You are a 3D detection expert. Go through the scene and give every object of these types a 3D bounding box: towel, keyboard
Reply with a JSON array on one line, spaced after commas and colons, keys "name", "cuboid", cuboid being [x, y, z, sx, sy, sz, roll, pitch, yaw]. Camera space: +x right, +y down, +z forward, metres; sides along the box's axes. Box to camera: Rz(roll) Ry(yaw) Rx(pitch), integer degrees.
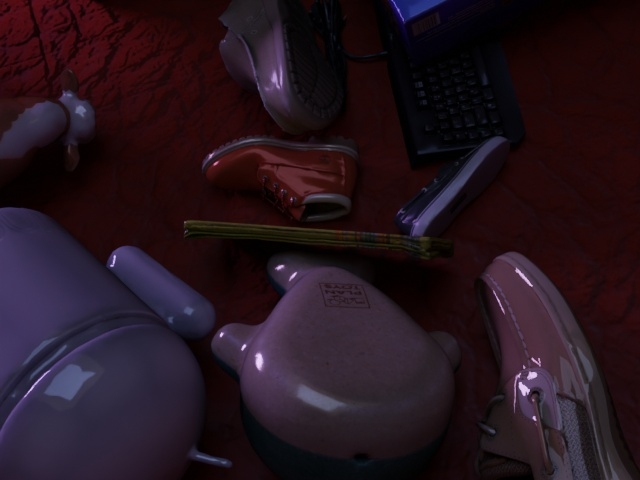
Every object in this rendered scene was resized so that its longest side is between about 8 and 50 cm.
[{"name": "towel", "cuboid": [0.000, 0.000, 1.149, 0.237, 0.102, 0.021, 5, 89, 19]}, {"name": "keyboard", "cuboid": [0.089, -0.208, 1.325, 0.201, 0.033, 0.317, -11, 53, 2]}]

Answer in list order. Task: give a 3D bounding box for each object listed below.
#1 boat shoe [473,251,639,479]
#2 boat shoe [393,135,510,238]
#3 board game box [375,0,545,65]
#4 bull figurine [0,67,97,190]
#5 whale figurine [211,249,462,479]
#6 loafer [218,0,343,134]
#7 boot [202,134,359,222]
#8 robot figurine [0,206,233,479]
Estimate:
[{"name": "boat shoe", "cuboid": [0.177, 0.159, 0.996, 0.110, 0.121, 0.341, -16, 55, -3]}, {"name": "boat shoe", "cuboid": [0.127, -0.055, 1.200, 0.040, 0.049, 0.142, 34, 69, 29]}, {"name": "board game box", "cuboid": [0.198, -0.362, 1.313, 0.347, 0.078, 0.233, -26, 60, -1]}, {"name": "bull figurine", "cuboid": [-0.363, -0.077, 1.234, 0.188, 0.101, 0.310, -1, 28, 36]}, {"name": "whale figurine", "cuboid": [0.012, 0.111, 1.069, 0.216, 0.141, 0.272, 2, 31, -11]}, {"name": "loafer", "cuboid": [-0.048, -0.183, 1.286, 0.092, 0.102, 0.268, -37, 33, 17]}, {"name": "boot", "cuboid": [-0.041, -0.057, 1.226, 0.158, 0.059, 0.084, -2, 60, 7]}, {"name": "robot figurine", "cuboid": [-0.236, 0.109, 1.051, 0.300, 0.200, 0.353, -36, 57, -26]}]
